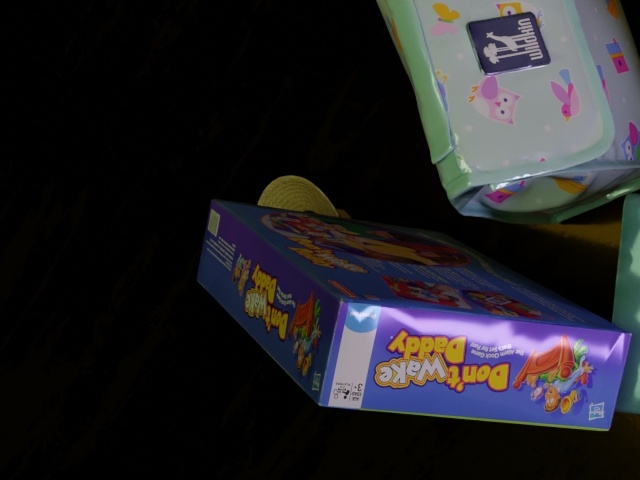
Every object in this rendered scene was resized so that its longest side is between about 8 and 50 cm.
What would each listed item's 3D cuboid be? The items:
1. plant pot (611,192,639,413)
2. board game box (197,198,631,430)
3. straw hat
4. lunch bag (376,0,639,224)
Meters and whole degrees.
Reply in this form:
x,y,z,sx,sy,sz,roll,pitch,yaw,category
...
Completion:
x,y,z,sx,sy,sz,roll,pitch,yaw,category
0.360,0.058,1.079,0.234,0.165,0.166,7,94,29,plant pot
0.058,0.052,1.157,0.347,0.233,0.078,-145,65,-67,board game box
0.000,0.000,1.400,0.144,0.061,0.145,19,116,44,straw hat
0.156,-0.134,1.160,0.160,0.262,0.223,-24,75,34,lunch bag
